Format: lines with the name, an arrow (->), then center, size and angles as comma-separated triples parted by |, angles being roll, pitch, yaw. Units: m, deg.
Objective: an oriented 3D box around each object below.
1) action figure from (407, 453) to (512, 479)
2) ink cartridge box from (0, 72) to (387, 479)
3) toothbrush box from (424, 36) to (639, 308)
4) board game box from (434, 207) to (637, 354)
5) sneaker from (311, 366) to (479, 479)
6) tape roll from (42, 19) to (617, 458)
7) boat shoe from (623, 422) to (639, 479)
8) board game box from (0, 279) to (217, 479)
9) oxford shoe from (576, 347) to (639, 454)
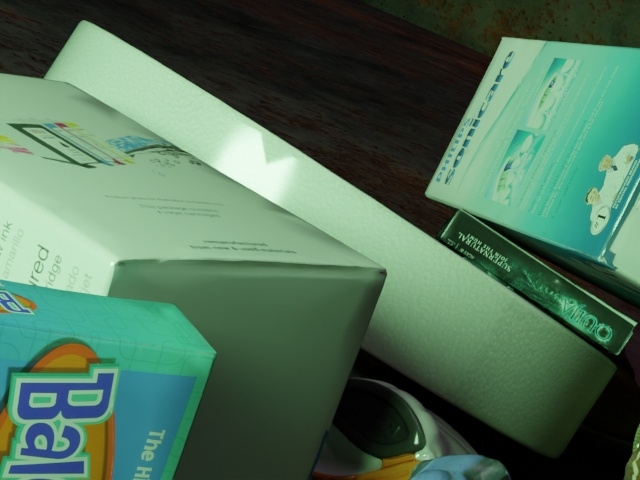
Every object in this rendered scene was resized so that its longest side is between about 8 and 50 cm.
action figure -> -0.006, 0.217, 0.424 | 0.330, 0.179, 0.341 | 23, 40, 40
ink cartridge box -> -0.129, 0.039, 0.779 | 0.232, 0.171, 0.168 | 29, 17, 37
toothbrush box -> 0.219, -0.016, 1.052 | 0.216, 0.126, 0.295 | 27, 0, -16
board game box -> 0.130, 0.026, 1.114 | 0.126, 0.026, 0.186 | 33, 0, 3
sneaker -> 0.001, 0.102, 0.923 | 0.121, 0.099, 0.262 | 33, 1, -39
tape roll -> 0.000, 0.000, 1.071 | 0.392, 0.072, 0.392 | 33, 0, 0
boat shoe -> 0.241, 0.144, 1.025 | 0.120, 0.123, 0.324 | 10, 1, 34
board game box -> -0.157, 0.086, 0.589 | 0.210, 0.160, 0.047 | 10, 17, -31
oxford shoe -> 0.184, 0.087, 1.222 | 0.076, 0.076, 0.212 | 13, 17, -33
